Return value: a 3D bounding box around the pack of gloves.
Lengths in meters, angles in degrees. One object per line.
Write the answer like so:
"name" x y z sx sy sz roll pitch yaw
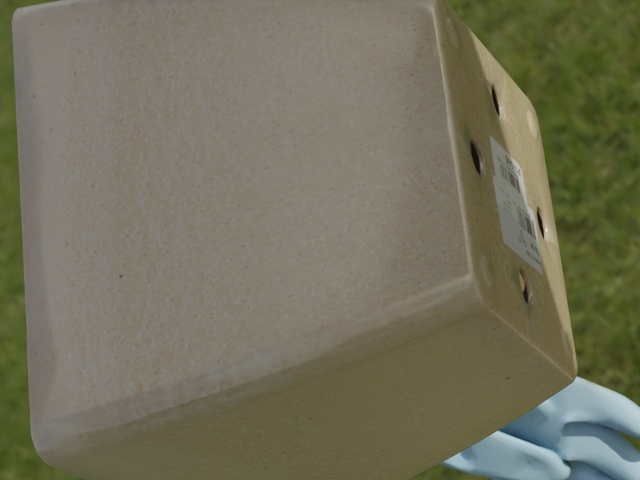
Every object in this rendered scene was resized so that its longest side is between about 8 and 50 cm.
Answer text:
"pack of gloves" 0.025 0.098 0.880 0.195 0.232 0.046 -53 16 26

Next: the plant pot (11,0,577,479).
"plant pot" 0.000 0.000 0.446 0.096 0.109 0.109 -15 66 19
